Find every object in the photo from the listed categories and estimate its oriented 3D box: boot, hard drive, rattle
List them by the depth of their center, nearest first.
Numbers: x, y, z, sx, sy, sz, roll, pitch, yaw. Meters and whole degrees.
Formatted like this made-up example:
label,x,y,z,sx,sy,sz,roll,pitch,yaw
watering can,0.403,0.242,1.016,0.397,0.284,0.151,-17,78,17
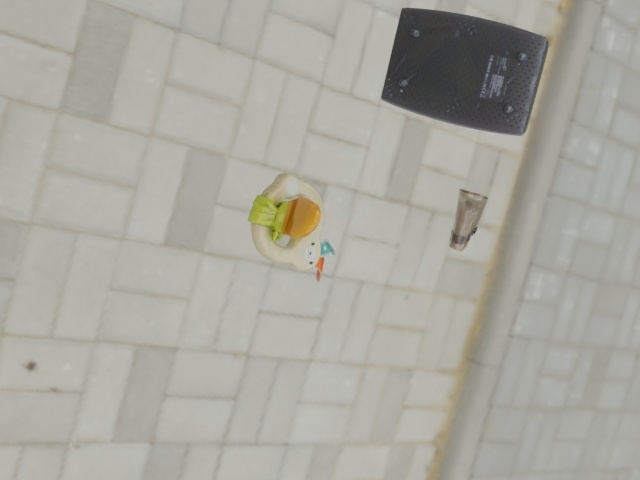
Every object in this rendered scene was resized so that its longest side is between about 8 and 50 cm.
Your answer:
label,x,y,z,sx,sy,sz,roll,pitch,yaw
rattle,0.000,0.000,1.541,0.199,0.143,0.130,57,47,-36
boot,0.206,-0.028,1.542,0.087,0.042,0.118,-70,164,5
hard drive,0.231,-0.270,1.730,0.054,0.255,0.172,-7,112,-60
